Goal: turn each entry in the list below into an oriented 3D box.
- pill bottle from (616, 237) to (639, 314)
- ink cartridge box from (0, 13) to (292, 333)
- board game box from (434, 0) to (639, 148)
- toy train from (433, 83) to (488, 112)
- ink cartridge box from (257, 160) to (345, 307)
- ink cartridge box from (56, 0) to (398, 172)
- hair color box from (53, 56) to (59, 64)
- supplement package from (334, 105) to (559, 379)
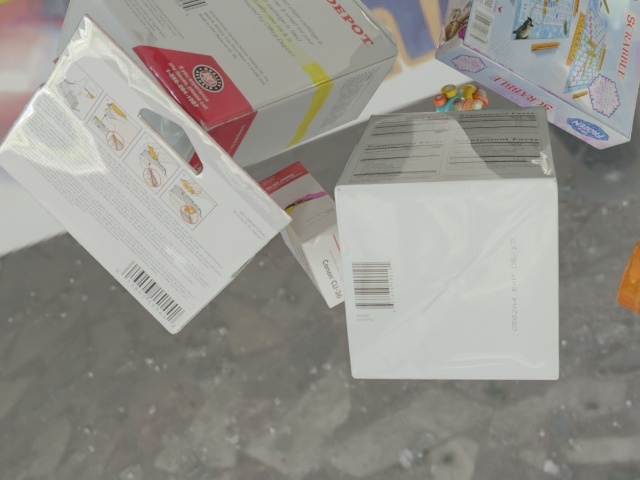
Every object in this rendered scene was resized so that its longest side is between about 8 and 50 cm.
[{"bbox_3d":[0.412,0.069,0.916,0.246,0.130,0.130,24,55,27],"label":"pill bottle"},{"bbox_3d":[-0.191,-0.071,1.065,0.261,0.296,0.066,-41,5,39],"label":"ink cartridge box"},{"bbox_3d":[0.336,-0.338,1.391,0.066,0.318,0.318,-16,55,59],"label":"board game box"},{"bbox_3d":[0.232,-0.184,1.522,0.046,0.125,0.166,10,9,36],"label":"toy train"},{"bbox_3d":[0.000,0.000,1.209,0.067,0.115,0.198,-29,38,-7],"label":"ink cartridge box"},{"bbox_3d":[-0.121,-0.261,1.356,0.385,0.160,0.279,-28,72,-39],"label":"ink cartridge box"},{"bbox_3d":[-0.378,-0.330,1.620,0.141,0.043,0.072,-43,20,-8],"label":"hair color box"},{"bbox_3d":[0.137,-0.007,0.989,0.198,0.199,0.262,-1,21,11],"label":"supplement package"}]
